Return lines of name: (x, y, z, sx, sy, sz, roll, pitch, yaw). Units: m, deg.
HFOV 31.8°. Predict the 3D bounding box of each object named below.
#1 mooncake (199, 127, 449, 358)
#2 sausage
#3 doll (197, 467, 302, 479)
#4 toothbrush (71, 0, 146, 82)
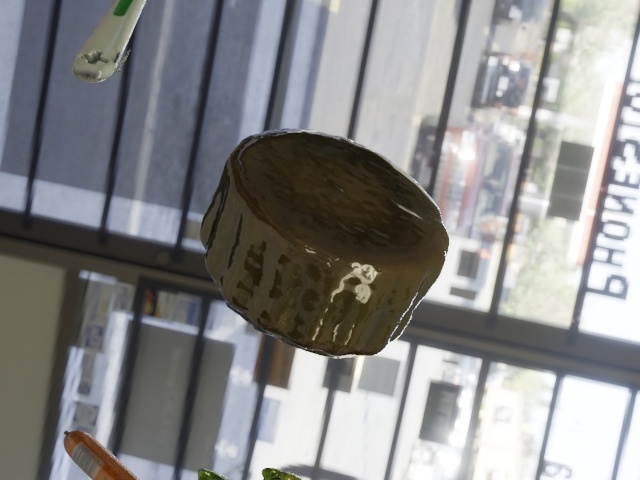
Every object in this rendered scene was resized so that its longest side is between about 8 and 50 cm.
mooncake: (0.000, 0.000, 1.323, 0.161, 0.290, 0.290, -64, 179, 31)
sausage: (-0.301, 0.410, 1.808, 0.053, 0.348, 0.053, -39, 149, -30)
doll: (-0.116, 0.425, 1.355, 0.346, 0.341, 0.099, -47, 132, 11)
toothbrush: (-0.165, -0.239, 1.056, 0.418, 0.042, 0.040, -81, 180, -55)
